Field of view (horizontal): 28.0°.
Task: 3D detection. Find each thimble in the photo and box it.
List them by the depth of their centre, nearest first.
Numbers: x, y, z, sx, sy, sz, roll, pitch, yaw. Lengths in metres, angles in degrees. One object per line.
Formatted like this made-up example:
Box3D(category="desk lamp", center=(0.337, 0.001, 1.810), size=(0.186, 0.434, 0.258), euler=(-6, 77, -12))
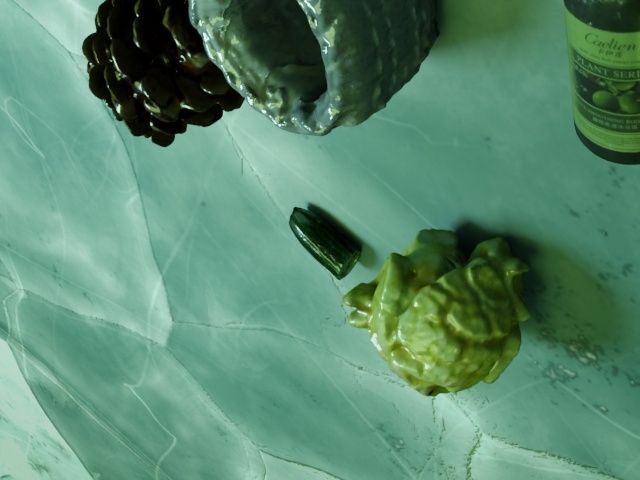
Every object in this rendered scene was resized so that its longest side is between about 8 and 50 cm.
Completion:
Box3D(category="thimble", center=(-0.001, -0.232, 1.216), size=(0.205, 0.172, 0.236), euler=(-11, 117, 56))

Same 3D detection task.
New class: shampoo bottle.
Box3D(category="shampoo bottle", center=(0.244, -0.183, 1.015), size=(0.101, 0.101, 0.284), euler=(24, 152, 29))

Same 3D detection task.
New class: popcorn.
Box3D(category="popcorn", center=(0.129, 0.077, 1.416), size=(0.187, 0.185, 0.167), euler=(27, 127, 40))

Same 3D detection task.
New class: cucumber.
Box3D(category="cucumber", center=(0.000, 0.000, 1.591), size=(0.105, 0.048, 0.048), euler=(41, 148, 6))

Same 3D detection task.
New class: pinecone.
Box3D(category="pinecone", center=(-0.156, -0.206, 1.420), size=(0.205, 0.179, 0.184), euler=(-3, 149, 30))
